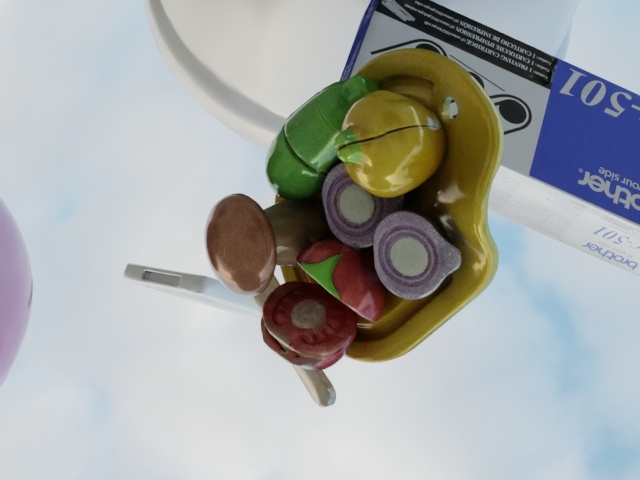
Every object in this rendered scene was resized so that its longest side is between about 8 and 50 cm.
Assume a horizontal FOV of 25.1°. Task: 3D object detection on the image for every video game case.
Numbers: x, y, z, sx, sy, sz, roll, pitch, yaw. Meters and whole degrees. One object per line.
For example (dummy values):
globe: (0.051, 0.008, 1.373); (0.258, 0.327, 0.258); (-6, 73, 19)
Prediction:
video game case: (-0.090, 0.072, 1.687); (0.206, 0.227, 0.026); (6, -101, 58)

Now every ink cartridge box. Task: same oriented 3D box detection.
ink cartridge box: (0.111, -0.066, 0.838); (0.046, 0.207, 0.097); (122, -10, -54)

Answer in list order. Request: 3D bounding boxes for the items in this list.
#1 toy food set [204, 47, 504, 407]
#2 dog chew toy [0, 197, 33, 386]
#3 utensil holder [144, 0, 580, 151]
toy food set: (0.000, 0.000, 0.697); (0.218, 0.071, 0.128); (-47, -117, 44)
dog chew toy: (-0.335, 0.007, 0.869); (0.207, 0.332, 0.206); (-16, -120, 31)
utensil holder: (0.050, -0.283, 0.941); (0.328, 0.385, 0.327); (4, -123, -6)
